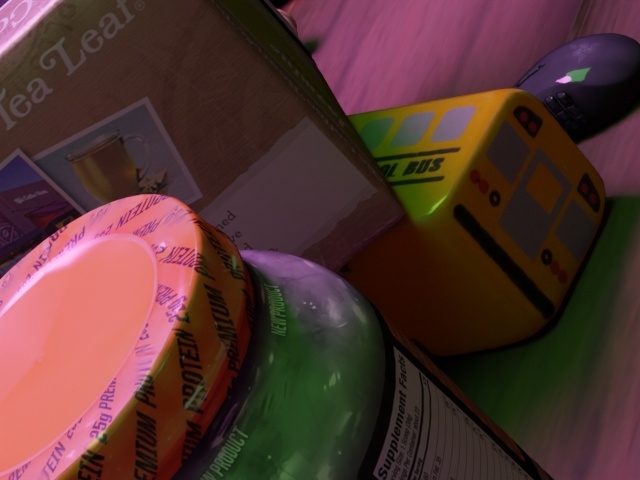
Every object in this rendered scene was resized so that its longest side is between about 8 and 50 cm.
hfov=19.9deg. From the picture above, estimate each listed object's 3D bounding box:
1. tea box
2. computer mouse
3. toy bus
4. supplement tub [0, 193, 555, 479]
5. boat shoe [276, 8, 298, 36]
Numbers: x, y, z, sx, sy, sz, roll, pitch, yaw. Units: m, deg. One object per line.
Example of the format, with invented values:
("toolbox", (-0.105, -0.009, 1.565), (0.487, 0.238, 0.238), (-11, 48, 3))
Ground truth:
("tea box", (-0.176, -0.044, 1.041), (0.329, 0.220, 0.323), (-40, 28, 8))
("computer mouse", (0.096, -0.073, 1.139), (0.242, 0.041, 0.071), (-24, 36, 35))
("toy bus", (0.000, 0.000, 1.099), (0.333, 0.108, 0.130), (-5, 48, 49))
("supplement tub", (-0.001, 0.136, 0.713), (0.193, 0.316, 0.193), (-33, 31, 23))
("boat shoe", (-0.068, -0.156, 1.446), (0.153, 0.056, 0.048), (-23, 32, 50))
